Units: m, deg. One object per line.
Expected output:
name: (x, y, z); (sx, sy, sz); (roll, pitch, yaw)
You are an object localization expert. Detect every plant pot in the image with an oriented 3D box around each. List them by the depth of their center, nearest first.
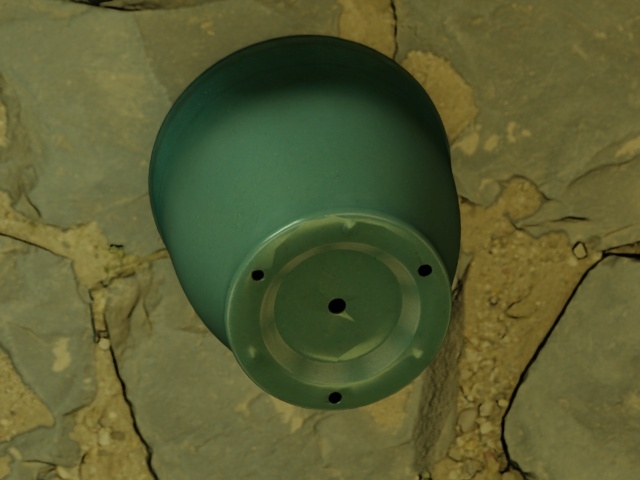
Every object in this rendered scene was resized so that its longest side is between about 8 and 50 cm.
plant pot: (0.000, 0.000, 1.658); (0.271, 0.255, 0.272); (-4, 117, -7)

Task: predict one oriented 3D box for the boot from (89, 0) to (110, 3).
boot: (-0.110, -0.349, 1.482); (0.348, 0.131, 0.260); (-23, 110, 35)
